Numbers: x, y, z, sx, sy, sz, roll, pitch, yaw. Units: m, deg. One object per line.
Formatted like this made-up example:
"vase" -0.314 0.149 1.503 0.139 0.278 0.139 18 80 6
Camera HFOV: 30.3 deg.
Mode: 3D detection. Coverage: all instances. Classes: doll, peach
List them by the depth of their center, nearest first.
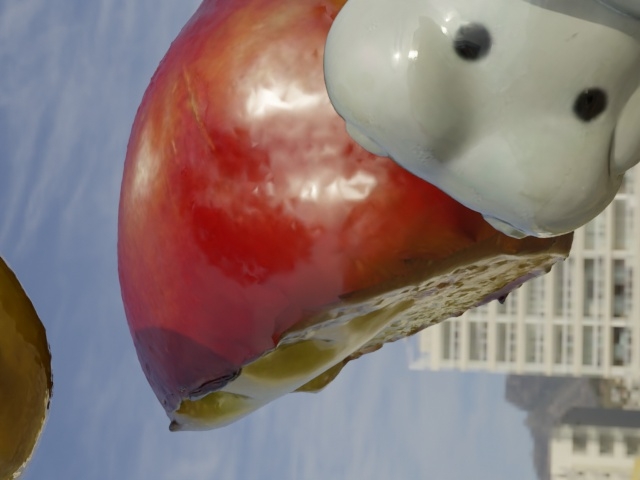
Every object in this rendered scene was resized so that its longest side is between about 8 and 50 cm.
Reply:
"doll" 0.081 -0.086 0.373 0.180 0.110 0.107 -52 9 34
"peach" 0.000 0.000 0.724 0.281 0.281 0.338 -54 -17 -62

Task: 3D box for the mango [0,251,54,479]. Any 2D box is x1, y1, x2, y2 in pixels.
"mango" -0.215 0.038 0.496 0.119 0.317 0.176 -25 -62 -38
